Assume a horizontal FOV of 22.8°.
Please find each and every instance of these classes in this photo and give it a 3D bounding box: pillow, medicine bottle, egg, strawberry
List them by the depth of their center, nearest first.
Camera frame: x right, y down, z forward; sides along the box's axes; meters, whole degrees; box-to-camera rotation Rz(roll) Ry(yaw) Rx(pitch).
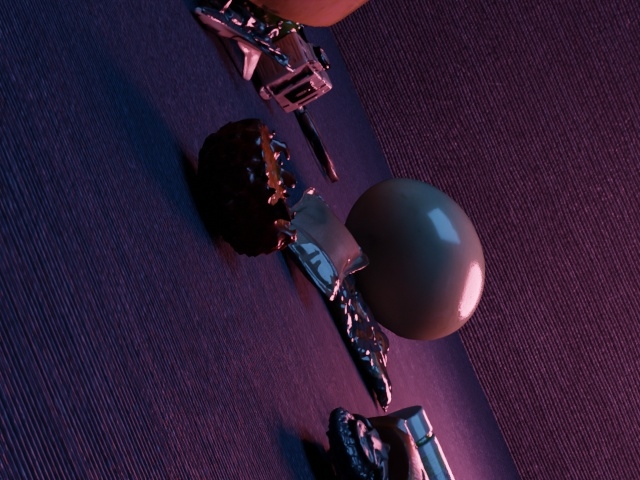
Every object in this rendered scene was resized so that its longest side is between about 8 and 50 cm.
[{"bbox_3d":[-0.072,-0.052,1.576,0.145,0.086,0.145,-23,90,-80],"label":"strawberry"},{"bbox_3d":[0.118,0.294,1.869,0.086,0.086,0.183,-50,117,-81],"label":"medicine bottle"},{"bbox_3d":[0.000,0.000,1.987,0.130,0.038,0.233,51,18,-2],"label":"pillow"},{"bbox_3d":[0.039,0.088,2.150,0.189,0.034,0.255,-90,157,-66],"label":"pillow"},{"bbox_3d":[0.136,0.030,2.331,0.203,0.203,0.282,-105,174,-46],"label":"egg"}]

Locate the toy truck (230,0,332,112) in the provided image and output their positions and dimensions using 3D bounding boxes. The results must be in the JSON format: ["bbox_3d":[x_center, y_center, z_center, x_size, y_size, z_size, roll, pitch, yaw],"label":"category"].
[{"bbox_3d":[-0.071,-0.314,2.308,0.125,0.101,0.242,42,23,-62],"label":"toy truck"}]

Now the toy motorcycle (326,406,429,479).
[{"bbox_3d":[0.082,0.288,1.624,0.171,0.089,0.298,-85,151,-76],"label":"toy motorcycle"}]

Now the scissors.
[{"bbox_3d":[-0.037,-0.221,2.555,0.300,0.022,0.109,61,6,-32],"label":"scissors"}]

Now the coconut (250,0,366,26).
[{"bbox_3d":[-0.037,-0.448,2.132,0.352,0.353,0.352,-23,90,-82],"label":"coconut"}]

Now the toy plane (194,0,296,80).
[{"bbox_3d":[-0.102,-0.279,2.066,0.160,0.082,0.234,41,-3,21],"label":"toy plane"}]
